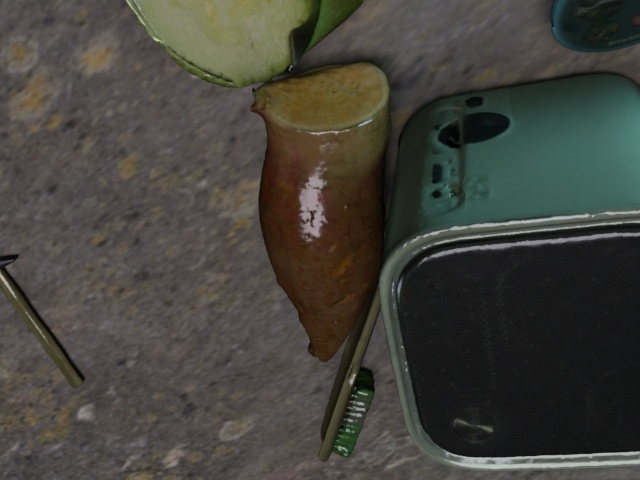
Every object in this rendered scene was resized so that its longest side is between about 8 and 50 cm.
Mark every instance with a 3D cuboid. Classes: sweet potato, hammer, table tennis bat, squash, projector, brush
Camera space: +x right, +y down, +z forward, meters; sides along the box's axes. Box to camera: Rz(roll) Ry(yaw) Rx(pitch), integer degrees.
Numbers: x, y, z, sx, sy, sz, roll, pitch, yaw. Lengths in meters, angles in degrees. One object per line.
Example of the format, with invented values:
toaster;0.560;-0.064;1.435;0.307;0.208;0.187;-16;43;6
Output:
sweet potato;0.003;0.000;0.787;0.131;0.131;0.337;4;121;6
hammer;-0.342;0.102;0.974;0.062;0.013;0.199;-17;117;19
table tennis bat;0.233;-0.207;0.621;0.124;0.033;0.201;-19;156;20
squash;-0.071;-0.250;0.679;0.220;0.133;0.220;14;130;17
projector;0.192;0.023;0.699;0.248;0.249;0.248;-6;122;13
brush;0.046;0.145;0.916;0.048;0.054;0.282;9;123;-7

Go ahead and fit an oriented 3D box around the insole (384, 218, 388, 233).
insole;0.127;-0.045;0.815;0.053;0.002;0.152;39;119;-16
